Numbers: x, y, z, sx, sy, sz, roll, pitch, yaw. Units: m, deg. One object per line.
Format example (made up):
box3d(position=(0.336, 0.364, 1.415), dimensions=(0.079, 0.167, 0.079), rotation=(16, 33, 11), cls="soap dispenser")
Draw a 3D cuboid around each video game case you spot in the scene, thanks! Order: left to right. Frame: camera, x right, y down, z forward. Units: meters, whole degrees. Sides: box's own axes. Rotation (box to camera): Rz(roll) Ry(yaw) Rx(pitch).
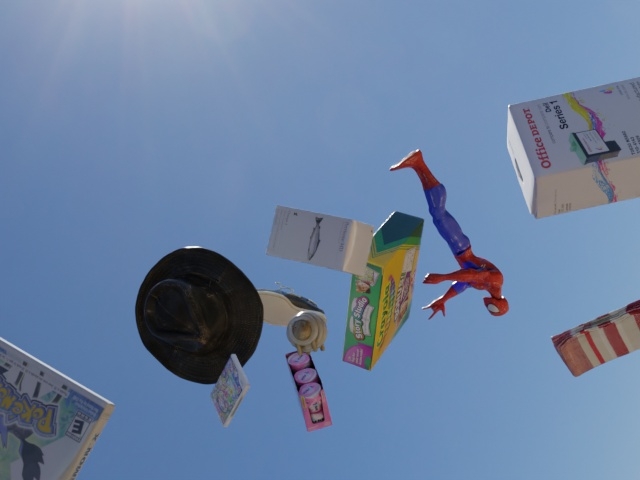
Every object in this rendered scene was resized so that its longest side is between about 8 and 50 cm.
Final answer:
box3d(position=(-0.528, 0.316, 1.357), dimensions=(0.300, 0.329, 0.036), rotation=(-62, -18, -9), cls="video game case")
box3d(position=(-0.183, 0.301, 1.731), dimensions=(0.011, 0.087, 0.122), rotation=(7, -55, -35), cls="video game case")

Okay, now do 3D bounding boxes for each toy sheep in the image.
box3d(position=(-0.026, 0.188, 1.762), dimensions=(0.132, 0.091, 0.091), rotation=(34, -103, -78), cls="toy sheep")

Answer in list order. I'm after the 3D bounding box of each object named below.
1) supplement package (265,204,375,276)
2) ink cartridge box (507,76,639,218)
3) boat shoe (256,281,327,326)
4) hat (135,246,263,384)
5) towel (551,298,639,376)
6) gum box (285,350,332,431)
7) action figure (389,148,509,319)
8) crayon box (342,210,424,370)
box3d(position=(0.000, 0.000, 1.711), dimensions=(0.105, 0.179, 0.105), rotation=(17, -95, -61), cls="supplement package")
box3d(position=(0.501, -0.174, 1.586), dimensions=(0.117, 0.278, 0.201), rotation=(73, -173, -50), cls="ink cartridge box")
box3d(position=(-0.093, 0.173, 2.306), dimensions=(0.254, 0.079, 0.095), rotation=(18, -63, -34), cls="boat shoe")
box3d(position=(-0.300, 0.169, 1.966), dimensions=(0.134, 0.331, 0.331), rotation=(16, -86, -73), cls="hat")
box3d(position=(0.788, 0.250, 2.267), dimensions=(0.237, 0.329, 0.037), rotation=(45, -157, -49), cls="towel")
box3d(position=(-0.028, 0.351, 2.029), dimensions=(0.062, 0.188, 0.107), rotation=(-16, -62, -6), cls="gum box")
box3d(position=(0.173, 0.016, 1.306), dimensions=(0.139, 0.280, 0.091), rotation=(-37, 3, 3), cls="action figure")
box3d(position=(0.185, 0.144, 2.525), dimensions=(0.313, 0.106, 0.363), rotation=(-47, -33, -52), cls="crayon box")
